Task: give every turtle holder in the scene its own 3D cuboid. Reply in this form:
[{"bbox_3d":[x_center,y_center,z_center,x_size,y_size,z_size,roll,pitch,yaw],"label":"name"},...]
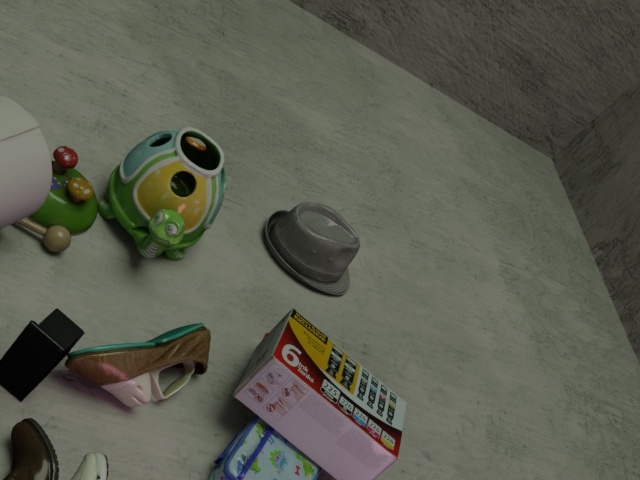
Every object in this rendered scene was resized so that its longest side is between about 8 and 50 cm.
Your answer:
[{"bbox_3d":[-0.327,-0.107,2.014,0.243,0.227,0.320,47,31,3],"label":"turtle holder"}]

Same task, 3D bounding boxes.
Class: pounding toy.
[{"bbox_3d":[-0.518,-0.101,1.902,0.183,0.110,0.237,38,31,-10],"label":"pounding toy"}]

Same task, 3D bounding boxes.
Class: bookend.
[{"bbox_3d":[-0.455,0.165,1.611,0.072,0.157,0.156,42,32,-5],"label":"bookend"}]

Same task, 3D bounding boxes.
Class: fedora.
[{"bbox_3d":[0.000,0.000,2.363,0.275,0.124,0.243,30,34,-22],"label":"fedora"}]

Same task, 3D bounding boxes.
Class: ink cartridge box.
[{"bbox_3d":[0.012,0.296,1.888,0.309,0.130,0.272,40,23,-7],"label":"ink cartridge box"}]

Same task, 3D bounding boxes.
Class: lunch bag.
[{"bbox_3d":[-0.100,0.428,1.776,0.176,0.090,0.219,41,30,0],"label":"lunch bag"}]

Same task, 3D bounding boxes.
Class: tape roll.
[{"bbox_3d":[-0.623,-0.126,1.683,0.246,0.246,0.169,46,32,3],"label":"tape roll"}]

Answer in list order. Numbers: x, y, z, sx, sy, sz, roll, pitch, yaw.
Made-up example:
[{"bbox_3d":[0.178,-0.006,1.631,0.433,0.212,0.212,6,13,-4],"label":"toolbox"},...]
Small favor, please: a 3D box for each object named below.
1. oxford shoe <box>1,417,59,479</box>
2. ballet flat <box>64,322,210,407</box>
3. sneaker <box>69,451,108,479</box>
[{"bbox_3d":[-0.450,0.369,1.447,0.096,0.083,0.227,13,43,-38],"label":"oxford shoe"},{"bbox_3d":[-0.316,0.234,1.749,0.342,0.116,0.124,-7,84,-60],"label":"ballet flat"},{"bbox_3d":[-0.393,0.424,1.345,0.118,0.110,0.292,26,64,-3],"label":"sneaker"}]
